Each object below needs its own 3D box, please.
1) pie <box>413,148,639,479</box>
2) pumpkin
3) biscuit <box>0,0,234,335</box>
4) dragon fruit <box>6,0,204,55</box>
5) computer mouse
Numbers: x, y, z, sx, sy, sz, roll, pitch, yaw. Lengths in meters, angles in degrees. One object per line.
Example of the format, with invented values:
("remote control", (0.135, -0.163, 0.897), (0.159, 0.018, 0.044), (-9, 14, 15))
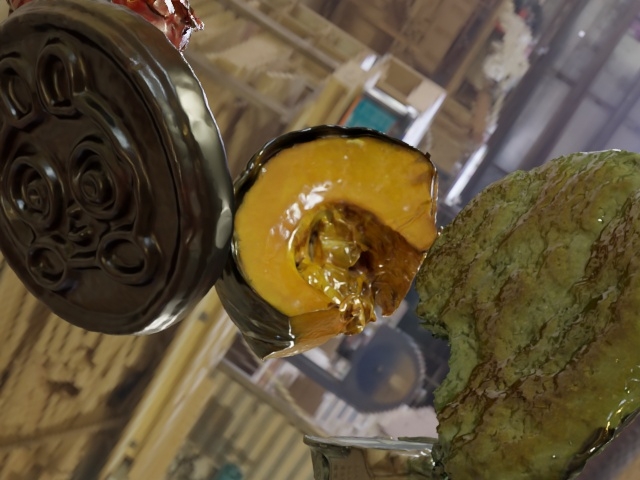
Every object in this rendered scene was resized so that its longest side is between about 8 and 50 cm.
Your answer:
("pie", (0.189, 0.051, 0.898), (0.296, 0.078, 0.371), (-41, -156, 29))
("pumpkin", (0.000, 0.000, 1.364), (0.303, 0.256, 0.225), (-19, 154, -19))
("biscuit", (-0.271, -0.076, 1.217), (0.091, 0.407, 0.407), (-26, 154, -46))
("dragon fruit", (-0.348, -0.383, 1.705), (0.301, 0.295, 0.295), (-21, 163, -15))
("computer mouse", (0.098, 0.311, 1.348), (0.389, 0.199, 0.115), (165, -75, -71))
